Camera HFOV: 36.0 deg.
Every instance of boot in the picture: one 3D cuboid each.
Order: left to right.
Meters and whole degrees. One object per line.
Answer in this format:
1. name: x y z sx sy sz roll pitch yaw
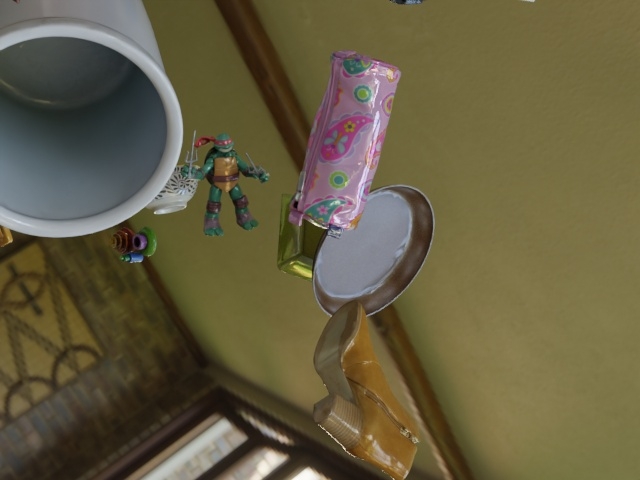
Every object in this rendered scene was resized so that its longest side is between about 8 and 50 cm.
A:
1. boot: 0.091 0.266 1.748 0.211 0.295 0.104 39 -51 -25

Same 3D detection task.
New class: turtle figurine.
1. turtle figurine: -0.192 -0.130 2.014 0.118 0.175 0.234 -99 -174 -62

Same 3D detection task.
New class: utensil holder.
1. utensil holder: -0.392 -0.243 1.484 0.385 0.328 0.327 -112 -176 -53

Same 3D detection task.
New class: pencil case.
1. pencil case: 0.035 -0.153 1.552 0.124 0.124 0.284 26 -78 49

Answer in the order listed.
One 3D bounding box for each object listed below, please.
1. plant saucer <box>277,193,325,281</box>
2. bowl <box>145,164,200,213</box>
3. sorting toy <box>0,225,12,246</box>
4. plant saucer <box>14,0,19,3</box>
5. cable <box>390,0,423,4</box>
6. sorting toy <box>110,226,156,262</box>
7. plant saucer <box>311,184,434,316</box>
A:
1. plant saucer: 0.000 0.000 2.125 0.188 0.188 0.045 22 -34 -31
2. bowl: -0.339 -0.105 2.169 0.170 0.170 0.080 152 -74 -67
3. sorting toy: -0.715 -0.147 1.998 0.196 0.047 0.347 -37 -103 54
4. plant saucer: -0.412 -0.478 1.248 0.259 0.048 0.258 100 -17 -45
5. cable: 0.219 -0.514 1.885 0.047 0.184 0.150 66 -32 22
6. sorting toy: -0.330 0.008 1.708 0.102 0.042 0.061 -1 -88 43
7. plant saucer: 0.099 0.018 1.993 0.050 0.311 0.310 39 -28 42
